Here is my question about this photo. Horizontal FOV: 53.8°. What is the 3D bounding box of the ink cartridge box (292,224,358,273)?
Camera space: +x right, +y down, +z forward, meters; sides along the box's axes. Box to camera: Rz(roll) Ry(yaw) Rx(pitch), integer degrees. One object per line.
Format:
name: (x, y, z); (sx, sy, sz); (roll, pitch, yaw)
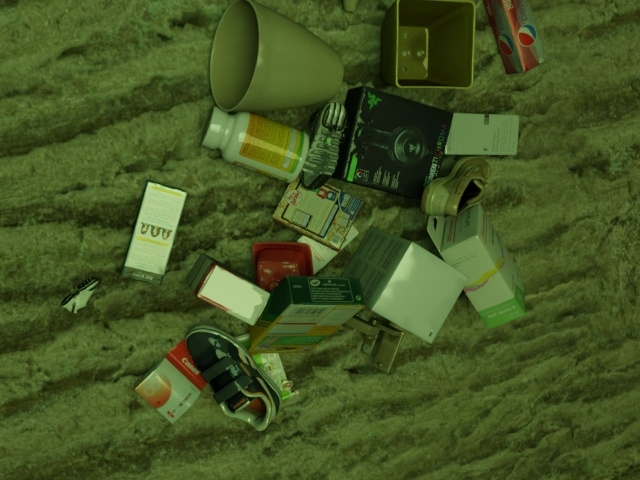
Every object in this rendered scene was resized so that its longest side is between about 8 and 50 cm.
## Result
ink cartridge box: (0.000, 0.000, 1.694); (0.181, 0.061, 0.104); (-43, 107, -7)

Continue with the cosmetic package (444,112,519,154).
cosmetic package: (0.434, -0.298, 1.770); (0.230, 0.085, 0.118); (-3, 100, -18)

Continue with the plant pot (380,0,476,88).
plant pot: (0.257, -0.495, 1.626); (0.212, 0.187, 0.213); (-3, 100, -16)

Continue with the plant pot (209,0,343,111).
plant pot: (-0.090, -0.421, 1.521); (0.273, 0.256, 0.257); (2, 99, -35)

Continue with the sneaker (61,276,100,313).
sneaker: (-0.582, 0.134, 1.551); (0.109, 0.040, 0.044); (-40, 125, -4)

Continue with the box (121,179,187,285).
box: (-0.413, -0.019, 1.562); (0.100, 0.060, 0.245); (16, 94, -19)

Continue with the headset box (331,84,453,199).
headset box: (0.174, -0.256, 1.670); (0.282, 0.131, 0.247); (13, 94, -19)

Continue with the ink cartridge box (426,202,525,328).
ink cartridge box: (0.436, 0.040, 1.753); (0.119, 0.207, 0.354); (-26, 110, 27)

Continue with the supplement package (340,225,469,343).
supplement package: (0.211, 0.110, 1.673); (0.199, 0.262, 0.198); (31, 89, -20)

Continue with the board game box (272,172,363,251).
board game box: (-0.007, -0.078, 1.636); (0.193, 0.045, 0.147); (27, 81, 6)

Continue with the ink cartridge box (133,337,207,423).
ink cartridge box: (-0.371, 0.368, 1.650); (0.179, 0.045, 0.145); (-42, 109, -4)

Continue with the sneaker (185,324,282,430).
sneaker: (-0.225, 0.354, 1.619); (0.126, 0.127, 0.321); (-39, 105, 22)

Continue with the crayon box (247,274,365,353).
crayon box: (-0.054, 0.195, 1.613); (0.203, 0.323, 0.083); (4, 58, -28)

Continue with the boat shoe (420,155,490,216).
boat shoe: (0.392, -0.136, 1.695); (0.341, 0.110, 0.122); (-34, 132, -45)

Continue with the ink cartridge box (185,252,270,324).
ink cartridge box: (-0.233, 0.116, 1.558); (0.158, 0.218, 0.092); (31, 84, -20)

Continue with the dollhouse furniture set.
dollhouse furniture set: (0.119, 0.280, 1.737); (0.151, 0.144, 0.123); (15, 96, -56)

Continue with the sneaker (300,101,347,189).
sneaker: (0.000, -0.249, 1.622); (0.086, 0.132, 0.229); (17, 105, -20)

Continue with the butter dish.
butter dish: (-0.104, 0.094, 1.612); (0.160, 0.118, 0.160); (1, 120, 10)

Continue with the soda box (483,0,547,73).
soda box: (0.533, -0.601, 1.745); (0.083, 0.092, 0.264); (-28, 106, -10)

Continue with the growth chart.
growth chart: (-0.176, 0.356, 1.722); (0.171, 0.021, 0.238); (-24, 105, -11)

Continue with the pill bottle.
pill bottle: (-0.164, -0.243, 1.562); (0.245, 0.136, 0.137); (18, 94, -19)

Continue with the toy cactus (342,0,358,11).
toy cactus: (0.089, -0.669, 1.578); (0.112, 0.219, 0.181); (12, 131, 12)
